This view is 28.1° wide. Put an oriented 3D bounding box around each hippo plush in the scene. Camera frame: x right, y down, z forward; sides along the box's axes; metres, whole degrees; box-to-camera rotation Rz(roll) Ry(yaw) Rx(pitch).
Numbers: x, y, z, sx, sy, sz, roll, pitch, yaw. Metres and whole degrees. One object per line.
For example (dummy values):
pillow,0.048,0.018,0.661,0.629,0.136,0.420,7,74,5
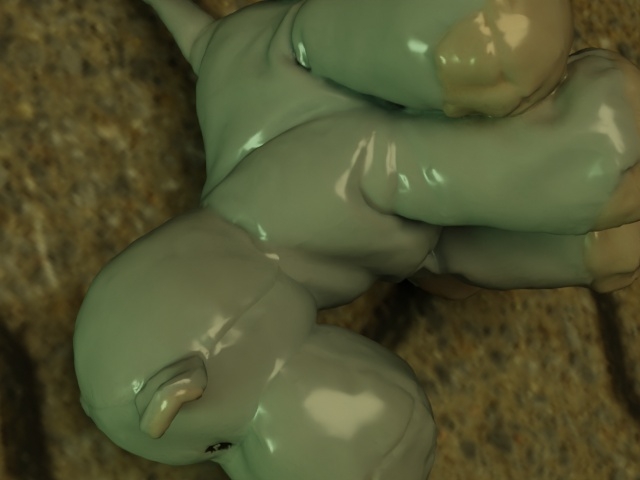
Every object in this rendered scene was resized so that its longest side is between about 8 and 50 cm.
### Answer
hippo plush,0.000,0.000,0.574,0.294,0.234,0.236,36,67,-13
